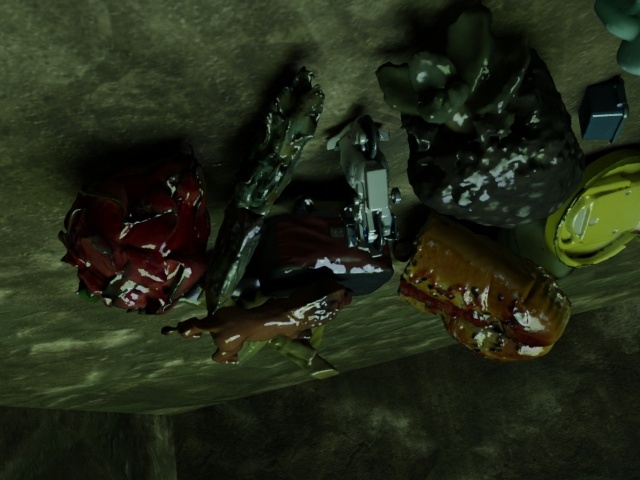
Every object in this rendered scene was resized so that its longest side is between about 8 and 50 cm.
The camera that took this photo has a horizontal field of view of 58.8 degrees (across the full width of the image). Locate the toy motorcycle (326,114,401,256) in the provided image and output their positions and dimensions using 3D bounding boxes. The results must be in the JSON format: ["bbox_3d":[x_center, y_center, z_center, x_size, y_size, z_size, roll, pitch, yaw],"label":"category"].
[{"bbox_3d":[0.070,-0.091,0.886,0.102,0.221,0.150,-10,-158,-10],"label":"toy motorcycle"}]

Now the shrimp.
[{"bbox_3d":[-0.100,-0.055,0.823,0.085,0.272,0.445,23,136,-11],"label":"shrimp"}]

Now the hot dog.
[{"bbox_3d":[0.355,0.131,1.268,0.366,0.196,0.367,27,162,14],"label":"hot dog"}]

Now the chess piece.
[{"bbox_3d":[0.456,0.057,1.419,0.183,0.182,0.330,-1,161,-22],"label":"chess piece"}]

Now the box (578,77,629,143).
[{"bbox_3d":[0.456,-0.207,0.922,0.054,0.074,0.099,-5,158,12],"label":"box"}]

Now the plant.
[{"bbox_3d":[0.212,-0.150,0.759,0.215,0.213,0.312,-20,155,27],"label":"plant"}]

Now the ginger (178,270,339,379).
[{"bbox_3d":[-0.125,0.201,1.315,0.414,0.211,0.358,14,163,-30],"label":"ginger"}]

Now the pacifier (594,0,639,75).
[{"bbox_3d":[0.443,-0.290,0.585,0.344,0.288,0.269,14,118,-5],"label":"pacifier"}]

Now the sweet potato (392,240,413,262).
[{"bbox_3d":[0.202,0.030,1.398,0.049,0.049,0.117,-12,167,3],"label":"sweet potato"}]

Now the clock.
[{"bbox_3d":[0.599,-0.071,1.204,0.294,0.071,0.277,-11,129,-20],"label":"clock"}]

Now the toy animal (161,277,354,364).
[{"bbox_3d":[-0.092,0.128,0.941,0.313,0.097,0.157,-11,159,-25],"label":"toy animal"}]

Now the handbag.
[{"bbox_3d":[0.004,0.000,1.045,0.255,0.181,0.181,0,156,-18],"label":"handbag"}]

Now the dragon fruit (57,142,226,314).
[{"bbox_3d":[-0.250,-0.019,0.859,0.293,0.233,0.234,-35,150,17],"label":"dragon fruit"}]
